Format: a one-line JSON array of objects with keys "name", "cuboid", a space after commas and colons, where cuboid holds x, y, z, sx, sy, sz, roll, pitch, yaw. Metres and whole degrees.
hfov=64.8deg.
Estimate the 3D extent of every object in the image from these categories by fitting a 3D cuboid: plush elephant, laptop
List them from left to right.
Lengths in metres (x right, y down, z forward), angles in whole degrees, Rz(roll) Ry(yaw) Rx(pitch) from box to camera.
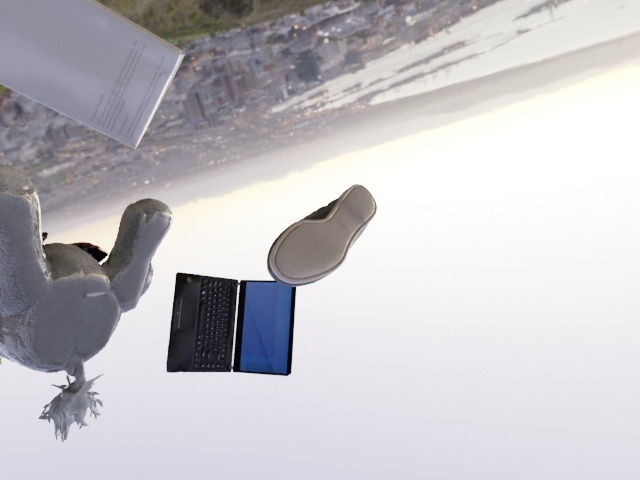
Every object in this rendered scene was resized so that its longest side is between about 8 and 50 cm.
[{"name": "plush elephant", "cuboid": [-0.388, 0.068, 0.680, 0.255, 0.330, 0.271, 9, -174, 32]}, {"name": "laptop", "cuboid": [-0.208, 0.200, 1.203, 0.264, 0.235, 0.136, 12, 165, -36]}]

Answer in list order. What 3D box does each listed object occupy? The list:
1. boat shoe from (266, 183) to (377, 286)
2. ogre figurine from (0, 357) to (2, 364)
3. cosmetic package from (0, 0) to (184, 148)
[{"name": "boat shoe", "cuboid": [0.000, 0.000, 0.942, 0.095, 0.112, 0.335, -39, -178, 42]}, {"name": "ogre figurine", "cuboid": [-0.804, 0.263, 1.216, 0.197, 0.097, 0.118, -36, 161, -9]}, {"name": "cosmetic package", "cuboid": [-0.485, -0.366, 0.961, 0.217, 0.384, 0.156, -57, -158, 12]}]
